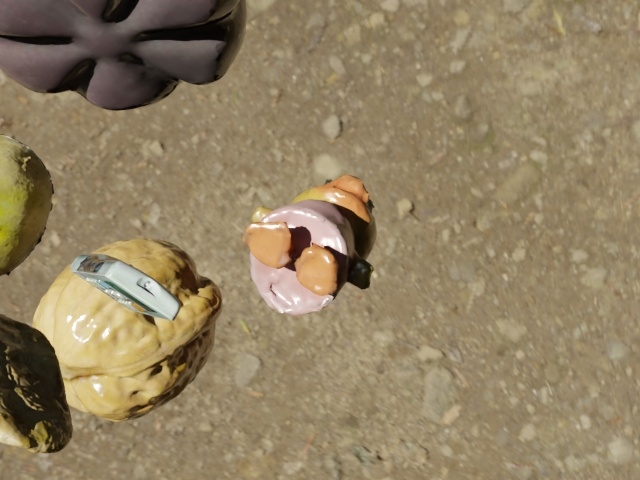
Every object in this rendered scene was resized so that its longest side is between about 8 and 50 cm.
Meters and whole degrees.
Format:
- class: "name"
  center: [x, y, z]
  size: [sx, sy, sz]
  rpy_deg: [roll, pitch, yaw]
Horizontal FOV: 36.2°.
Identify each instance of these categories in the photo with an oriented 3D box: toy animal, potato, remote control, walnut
- class: "toy animal"
  center: [-0.001, 0.002, 1.422]
  size: [0.195, 0.281, 0.169]
  rpy_deg: [31, 123, 6]
- class: "potato"
  center: [-0.471, -0.046, 1.322]
  size: [0.182, 0.117, 0.202]
  rpy_deg: [35, 98, 5]
- class: "remote control"
  center: [-0.156, 0.031, 0.769]
  size: [0.029, 0.065, 0.166]
  rpy_deg: [-57, 19, -13]
- class: "walnut"
  center: [-0.252, 0.112, 1.308]
  size: [0.257, 0.224, 0.257]
  rpy_deg: [-13, 21, 5]

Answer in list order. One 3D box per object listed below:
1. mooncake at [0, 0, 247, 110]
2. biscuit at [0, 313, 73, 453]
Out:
- class: "mooncake"
  center: [-0.178, -0.215, 0.812]
  size: [0.245, 0.245, 0.133]
  rpy_deg: [-12, 63, 16]
- class: "biscuit"
  center: [-0.198, 0.089, 0.634]
  size: [0.018, 0.071, 0.147]
  rpy_deg: [-55, 32, 13]
